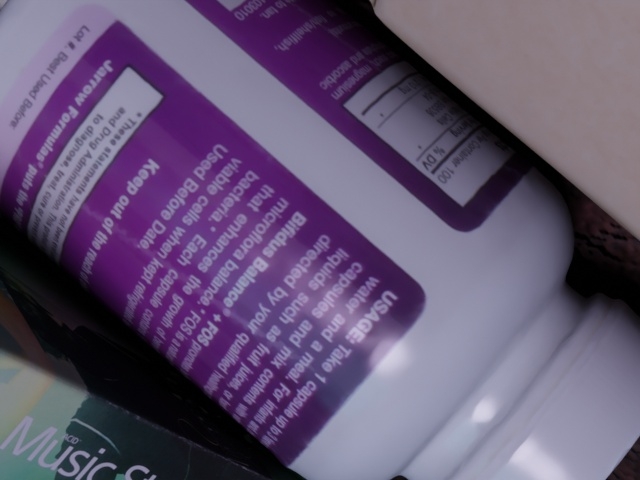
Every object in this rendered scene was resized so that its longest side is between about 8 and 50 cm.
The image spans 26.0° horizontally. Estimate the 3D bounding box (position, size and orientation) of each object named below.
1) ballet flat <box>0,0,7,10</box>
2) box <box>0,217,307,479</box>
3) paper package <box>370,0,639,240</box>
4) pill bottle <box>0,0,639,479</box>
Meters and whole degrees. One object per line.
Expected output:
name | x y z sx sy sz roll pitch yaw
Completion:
ballet flat | -0.138 -0.149 0.674 0.073 0.067 0.206 29 141 17
box | -0.108 0.050 0.646 0.322 0.058 0.232 33 -171 -43
paper package | 0.222 -0.081 0.328 0.325 0.168 0.309 42 143 5
pill bottle | 0.000 0.000 0.606 0.301 0.169 0.169 41 143 5
